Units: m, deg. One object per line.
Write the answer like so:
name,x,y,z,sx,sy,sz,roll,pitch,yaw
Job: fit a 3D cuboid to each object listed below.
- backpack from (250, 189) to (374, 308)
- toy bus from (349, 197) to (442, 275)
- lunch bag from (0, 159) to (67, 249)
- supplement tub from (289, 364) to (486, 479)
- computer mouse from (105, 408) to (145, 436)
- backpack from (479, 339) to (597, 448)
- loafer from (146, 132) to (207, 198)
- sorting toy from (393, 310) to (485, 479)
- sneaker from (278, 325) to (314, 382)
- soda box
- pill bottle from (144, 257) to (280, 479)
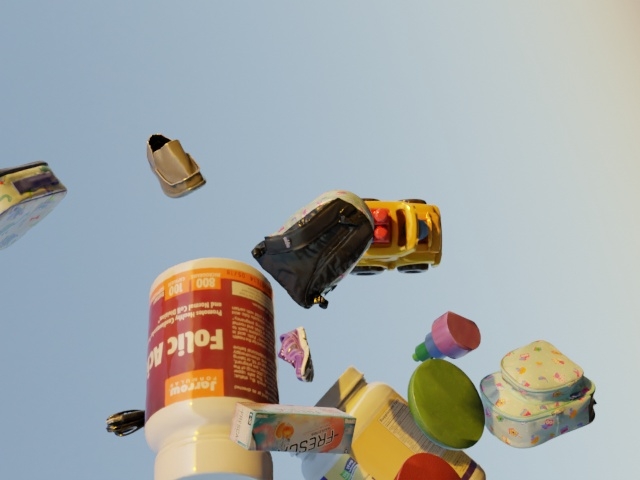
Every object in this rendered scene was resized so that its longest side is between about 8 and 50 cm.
backpack,0.000,0.000,1.798,0.152,0.182,0.115,44,-167,-14
toy bus,0.131,-0.020,2.182,0.211,0.220,0.150,93,176,-80
lunch bag,-0.537,-0.054,1.921,0.090,0.176,0.219,52,-159,1
supplement tub,0.116,0.416,2.126,0.331,0.241,0.241,41,-159,6
computer mouse,-0.267,0.363,2.185,0.188,0.272,0.072,-2,-75,-47
backpack,0.382,0.280,2.050,0.166,0.188,0.144,44,155,50
loafer,-0.330,-0.168,2.502,0.251,0.094,0.087,36,152,53
sorting toy,0.132,0.258,1.523,0.127,0.126,0.366,34,-136,-19
sneaker,-0.054,0.252,2.442,0.170,0.071,0.068,-109,7,-62
soda box,-0.039,0.276,1.671,0.183,0.063,0.058,9,-87,-34
pill bottle,-0.179,0.245,1.889,0.224,0.224,0.392,45,-149,-45
